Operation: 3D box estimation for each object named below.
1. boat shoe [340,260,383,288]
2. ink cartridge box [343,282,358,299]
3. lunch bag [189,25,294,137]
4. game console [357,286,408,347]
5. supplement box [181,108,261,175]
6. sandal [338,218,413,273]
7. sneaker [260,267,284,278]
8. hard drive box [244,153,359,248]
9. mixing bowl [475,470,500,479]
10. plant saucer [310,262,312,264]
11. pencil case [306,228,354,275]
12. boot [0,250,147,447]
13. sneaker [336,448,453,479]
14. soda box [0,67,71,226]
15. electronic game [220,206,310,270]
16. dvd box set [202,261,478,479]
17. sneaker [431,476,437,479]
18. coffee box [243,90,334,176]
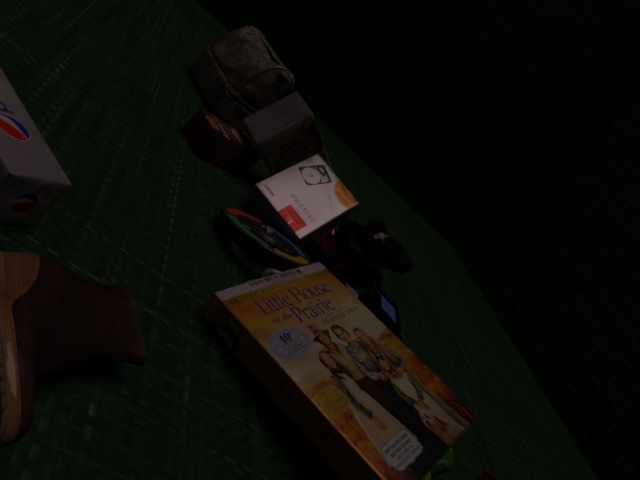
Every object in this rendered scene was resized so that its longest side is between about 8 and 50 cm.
[{"bbox_3d":[0.124,0.075,1.709,0.258,0.089,0.109,25,28,-53],"label":"boat shoe"},{"bbox_3d":[0.079,0.155,1.522,0.048,0.028,0.083,40,19,-26],"label":"ink cartridge box"},{"bbox_3d":[-0.238,-0.520,1.848,0.212,0.256,0.305,28,26,-49],"label":"lunch bag"},{"bbox_3d":[0.174,0.209,1.571,0.213,0.044,0.361,55,12,-11],"label":"game console"},{"bbox_3d":[-0.256,-0.252,1.506,0.188,0.081,0.104,19,33,-58],"label":"supplement box"},{"bbox_3d":[0.182,0.003,1.676,0.168,0.107,0.445,58,20,18],"label":"sandal"},{"bbox_3d":[-0.068,0.097,1.232,0.152,0.058,0.085,37,16,-22],"label":"sneaker"},{"bbox_3d":[-0.044,-0.095,1.479,0.232,0.089,0.181,-33,80,-38],"label":"hard drive box"},{"bbox_3d":[0.334,0.559,1.129,0.181,0.098,0.181,44,17,-17],"label":"mixing bowl"},{"bbox_3d":[-0.038,0.069,1.444,0.083,0.015,0.083,42,17,-17],"label":"plant saucer"},{"bbox_3d":[0.000,0.000,1.573,0.209,0.098,0.095,48,-28,1],"label":"pencil case"},{"bbox_3d":[-0.271,0.112,0.625,0.207,0.090,0.248,26,23,-47],"label":"boot"},{"bbox_3d":[0.139,0.407,0.992,0.295,0.109,0.124,15,38,-46],"label":"sneaker"},{"bbox_3d":[-0.455,-0.156,0.766,0.286,0.091,0.098,53,16,16],"label":"soda box"},{"bbox_3d":[-0.119,-0.004,1.266,0.229,0.048,0.229,33,9,-6],"label":"electronic game"},{"bbox_3d":[0.042,0.216,0.982,0.420,0.062,0.307,44,29,22],"label":"dvd box set"},{"bbox_3d":[0.167,0.413,1.139,0.152,0.053,0.061,48,1,-12],"label":"sneaker"},{"bbox_3d":[-0.076,-0.242,1.617,0.119,0.168,0.297,60,-3,36],"label":"coffee box"}]
